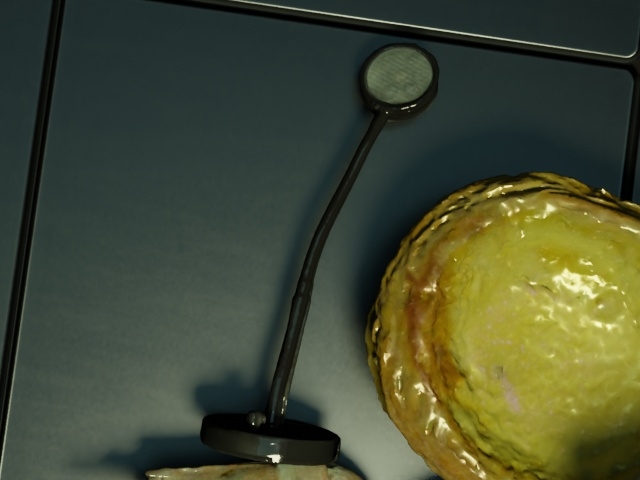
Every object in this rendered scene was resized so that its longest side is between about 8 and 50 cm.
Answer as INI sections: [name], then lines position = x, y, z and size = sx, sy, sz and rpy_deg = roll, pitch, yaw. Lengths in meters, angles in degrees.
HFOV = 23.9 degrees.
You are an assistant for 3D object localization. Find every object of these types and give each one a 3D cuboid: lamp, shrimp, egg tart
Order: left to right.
[shrimp]
position = -0.071, 0.243, 1.230
size = 0.254, 0.059, 0.145
rpy_deg = -3, 112, -11
[lamp]
position = 0.007, 0.016, 1.259
size = 0.130, 0.108, 0.371
rpy_deg = 10, 71, 16
[egg tart]
position = 0.177, 0.085, 1.230
size = 0.294, 0.123, 0.294
rpy_deg = 0, 87, -8
